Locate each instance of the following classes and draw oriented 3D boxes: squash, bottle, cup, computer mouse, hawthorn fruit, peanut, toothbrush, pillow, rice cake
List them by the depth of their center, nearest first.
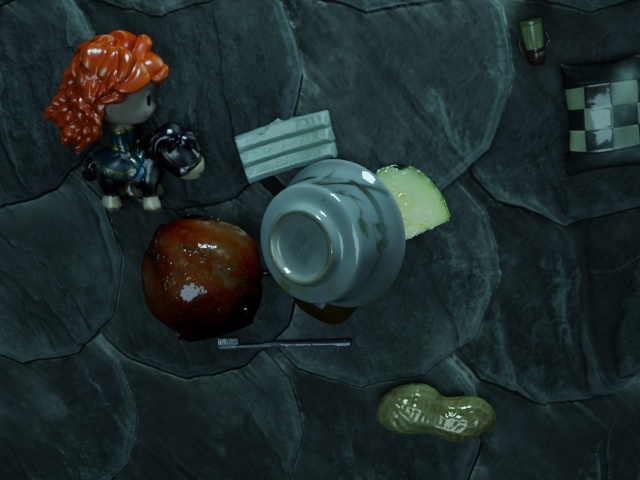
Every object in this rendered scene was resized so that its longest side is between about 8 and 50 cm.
[{"bbox_3d":[0.611,-0.269,1.499,0.186,0.106,0.249,-5,104,9],"label":"pillow"},{"bbox_3d":[0.454,-0.423,1.502,0.063,0.047,0.101,-5,114,30],"label":"bottle"},{"bbox_3d":[0.000,0.000,1.561,0.347,0.163,0.347,8,105,32],"label":"cup"},{"bbox_3d":[0.181,-0.080,1.641,0.192,0.085,0.184,-22,76,-15],"label":"squash"},{"bbox_3d":[-0.080,-0.222,1.643,0.237,0.043,0.127,-13,107,11],"label":"rice cake"},{"bbox_3d":[-0.278,0.096,1.655,0.316,0.316,0.315,2,109,7],"label":"hawthorn fruit"},{"bbox_3d":[0.052,0.072,1.712,0.158,0.072,0.310,32,111,-1],"label":"computer mouse"},{"bbox_3d":[0.292,0.433,1.777,0.299,0.120,0.136,8,114,2],"label":"peanut"},{"bbox_3d":[-0.096,0.263,1.822,0.354,0.024,0.029,-2,100,9],"label":"toothbrush"}]

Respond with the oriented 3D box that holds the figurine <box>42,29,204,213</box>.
[{"bbox_3d":[-0.439,-0.254,1.602,0.306,0.241,0.411,-17,116,22],"label":"figurine"}]
